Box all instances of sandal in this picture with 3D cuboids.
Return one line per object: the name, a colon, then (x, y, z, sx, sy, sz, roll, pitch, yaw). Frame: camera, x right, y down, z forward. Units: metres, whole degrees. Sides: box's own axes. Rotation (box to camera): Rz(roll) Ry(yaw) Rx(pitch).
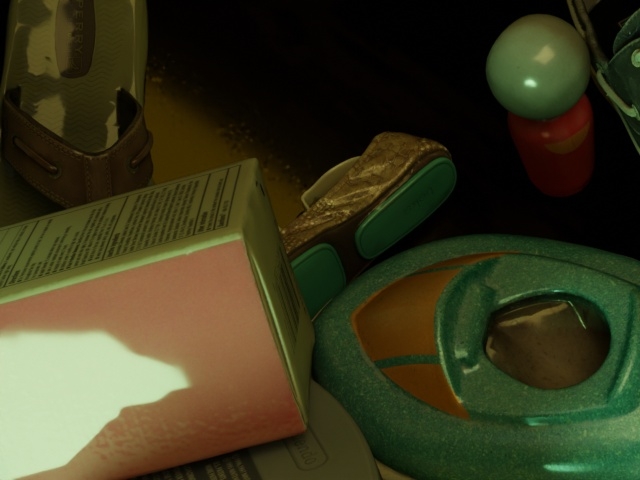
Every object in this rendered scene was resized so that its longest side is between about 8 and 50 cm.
sandal: (-0.160, -0.066, 1.251, 0.120, 0.086, 0.303, -5, 73, -8)

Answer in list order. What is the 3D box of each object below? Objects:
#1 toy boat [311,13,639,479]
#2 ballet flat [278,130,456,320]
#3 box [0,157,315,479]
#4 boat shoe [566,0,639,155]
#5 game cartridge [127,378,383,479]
toy boat: (0.121, 0.017, 1.201, 0.267, 0.148, 0.318, 2, 57, 17)
ballet flat: (0.000, 0.000, 1.267, 0.206, 0.073, 0.067, -38, 49, -23)
box: (-0.130, 0.057, 1.118, 0.232, 0.148, 0.127, -15, 108, 7)
boat shoe: (0.232, -0.109, 1.233, 0.108, 0.102, 0.301, -29, 35, 6)
game cartridge: (-0.064, 0.155, 1.074, 0.198, 0.297, 0.062, -16, 110, -8)
